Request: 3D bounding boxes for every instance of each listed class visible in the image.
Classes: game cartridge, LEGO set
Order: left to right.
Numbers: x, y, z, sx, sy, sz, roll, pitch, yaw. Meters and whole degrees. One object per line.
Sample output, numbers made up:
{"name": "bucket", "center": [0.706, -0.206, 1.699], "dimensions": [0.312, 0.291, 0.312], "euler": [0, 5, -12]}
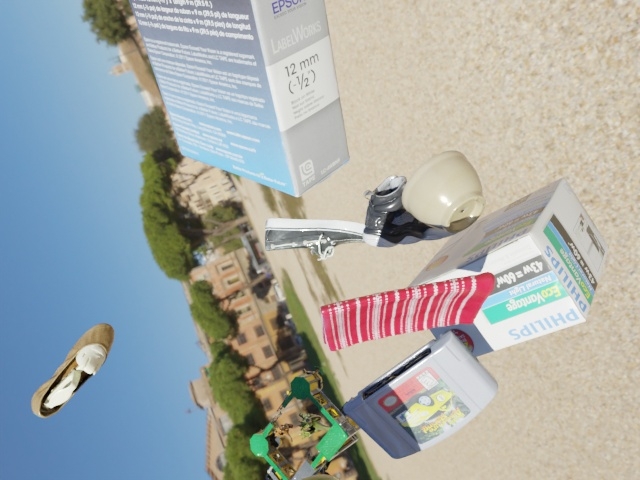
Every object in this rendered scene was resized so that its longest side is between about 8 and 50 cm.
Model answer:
{"name": "LEGO set", "center": [-0.012, 0.505, 1.512], "dimensions": [0.255, 0.331, 0.192], "euler": [34, -163, 25]}
{"name": "game cartridge", "center": [0.221, 0.343, 1.201], "dimensions": [0.196, 0.294, 0.060], "euler": [45, -164, -19]}

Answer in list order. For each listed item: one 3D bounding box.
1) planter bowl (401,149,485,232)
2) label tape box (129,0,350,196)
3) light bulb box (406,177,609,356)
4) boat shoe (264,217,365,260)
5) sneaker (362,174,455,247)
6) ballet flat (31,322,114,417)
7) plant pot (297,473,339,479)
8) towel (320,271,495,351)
{"name": "planter bowl", "center": [0.261, -0.084, 1.125], "dimensions": [0.109, 0.162, 0.162], "euler": [55, 168, 36]}
{"name": "label tape box", "center": [-0.110, -0.249, 0.672], "dimensions": [0.249, 0.115, 0.348], "euler": [23, 137, 38]}
{"name": "light bulb box", "center": [0.459, 0.072, 1.366], "dimensions": [0.358, 0.361, 0.225], "euler": [-32, 93, 41]}
{"name": "boat shoe", "center": [-0.001, -0.001, 1.504], "dimensions": [0.113, 0.306, 0.105], "euler": [76, -163, -83]}
{"name": "sneaker", "center": [0.225, -0.079, 1.314], "dimensions": [0.101, 0.268, 0.153], "euler": [-129, 30, -64]}
{"name": "ballet flat", "center": [-0.767, 0.416, 1.753], "dimensions": [0.116, 0.342, 0.124], "euler": [49, 167, -28]}
{"name": "plant pot", "center": [-0.003, 0.567, 0.919], "dimensions": [0.239, 0.254, 0.254], "euler": [57, 175, -7]}
{"name": "towel", "center": [0.138, 0.122, 0.922], "dimensions": [0.199, 0.274, 0.031], "euler": [85, 173, -63]}
